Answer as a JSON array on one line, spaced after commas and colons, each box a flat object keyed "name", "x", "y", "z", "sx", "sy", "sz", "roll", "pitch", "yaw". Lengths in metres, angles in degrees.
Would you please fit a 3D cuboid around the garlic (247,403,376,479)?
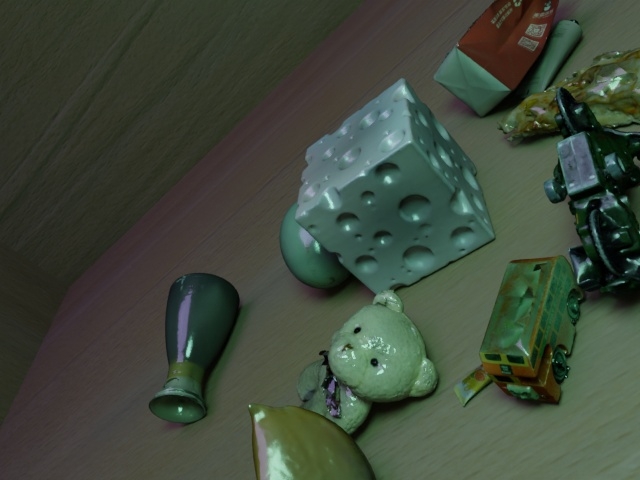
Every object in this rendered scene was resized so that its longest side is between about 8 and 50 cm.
[{"name": "garlic", "x": -0.035, "y": 0.369, "z": 0.656, "sx": 0.151, "sy": 0.196, "sz": 0.338, "roll": -48, "pitch": 23, "yaw": 38}]

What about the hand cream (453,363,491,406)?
[{"name": "hand cream", "x": 0.218, "y": 0.176, "z": 0.731, "sx": 0.102, "sy": 0.022, "sz": 0.035, "roll": -45, "pitch": 30, "yaw": 15}]

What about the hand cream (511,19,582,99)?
[{"name": "hand cream", "x": 0.453, "y": -0.357, "z": 1.093, "sx": 0.186, "sy": 0.054, "sz": 0.087, "roll": -56, "pitch": 21, "yaw": -3}]

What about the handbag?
[{"name": "handbag", "x": 0.385, "y": -0.416, "z": 1.118, "sx": 0.298, "sy": 0.151, "sz": 0.171, "roll": -50, "pitch": 0, "yaw": -9}]

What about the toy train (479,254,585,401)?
[{"name": "toy train", "x": 0.262, "y": 0.100, "z": 0.680, "sx": 0.072, "sy": 0.099, "sz": 0.188, "roll": -12, "pitch": 43, "yaw": 51}]

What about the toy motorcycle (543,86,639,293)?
[{"name": "toy motorcycle", "x": 0.357, "y": -0.055, "z": 0.698, "sx": 0.125, "sy": 0.187, "sz": 0.274, "roll": -23, "pitch": 53, "yaw": 38}]

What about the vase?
[{"name": "vase", "x": -0.294, "y": 0.244, "z": 1.272, "sx": 0.173, "sy": 0.173, "sz": 0.321, "roll": -31, "pitch": 36, "yaw": 31}]

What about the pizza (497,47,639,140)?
[{"name": "pizza", "x": 0.437, "y": -0.243, "z": 0.927, "sx": 0.297, "sy": 0.071, "sz": 0.189, "roll": -6, "pitch": 48, "yaw": 55}]

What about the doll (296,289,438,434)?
[{"name": "doll", "x": 0.034, "y": 0.206, "z": 0.854, "sx": 0.278, "sy": 0.149, "sz": 0.175, "roll": -46, "pitch": 56, "yaw": 34}]

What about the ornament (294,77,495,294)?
[{"name": "ornament", "x": 0.128, "y": -0.089, "z": 0.990, "sx": 0.240, "sy": 0.239, "sz": 0.239, "roll": -32, "pitch": 30, "yaw": 27}]

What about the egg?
[{"name": "egg", "x": 0.000, "y": 0.000, "z": 1.140, "sx": 0.168, "sy": 0.168, "sz": 0.230, "roll": -37, "pitch": 34, "yaw": 21}]
